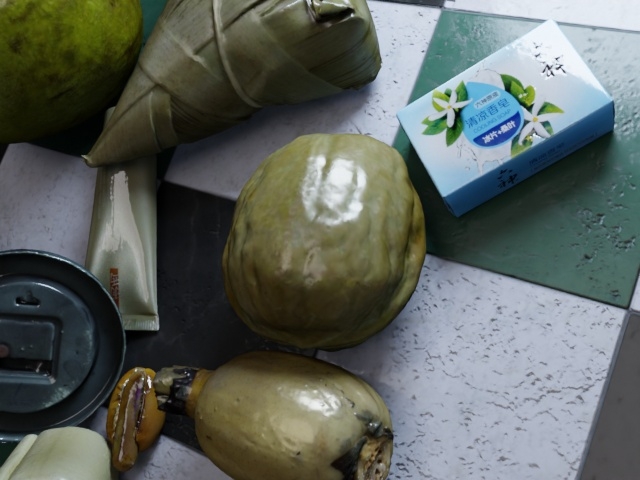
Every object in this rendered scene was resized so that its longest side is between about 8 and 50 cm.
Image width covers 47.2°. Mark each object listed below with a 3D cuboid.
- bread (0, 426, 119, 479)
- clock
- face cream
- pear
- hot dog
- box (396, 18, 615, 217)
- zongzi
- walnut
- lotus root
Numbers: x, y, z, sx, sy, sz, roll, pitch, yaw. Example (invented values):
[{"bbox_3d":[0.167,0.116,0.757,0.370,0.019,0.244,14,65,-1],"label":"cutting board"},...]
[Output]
[{"bbox_3d":[-0.356,0.337,0.974,0.148,0.141,0.134,2,103,-2],"label":"bread"},{"bbox_3d":[-0.418,0.145,1.030,0.280,0.281,0.055,-55,19,-1],"label":"clock"},{"bbox_3d":[-0.302,-0.033,1.128,0.137,0.084,0.341,0,79,10],"label":"face cream"},{"bbox_3d":[-0.452,-0.324,1.116,0.413,0.352,0.352,-27,60,51],"label":"pear"},{"bbox_3d":[-0.263,0.248,1.028,0.090,0.060,0.140,7,80,29],"label":"hot dog"},{"bbox_3d":[0.232,-0.153,0.934,0.232,0.083,0.142,-31,64,13],"label":"box"},{"bbox_3d":[-0.191,-0.398,1.090,0.467,0.218,0.500,-17,71,8],"label":"zongzi"},{"bbox_3d":[0.000,0.000,0.904,0.283,0.227,0.283,-6,63,12],"label":"walnut"},{"bbox_3d":[-0.063,0.213,0.887,0.310,0.183,0.182,13,79,26],"label":"lotus root"}]
